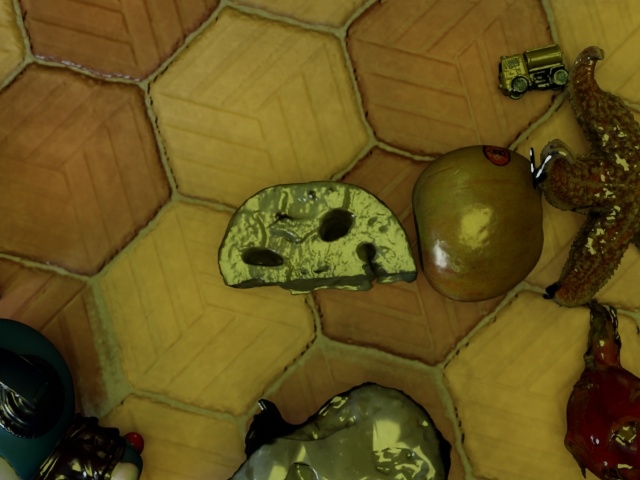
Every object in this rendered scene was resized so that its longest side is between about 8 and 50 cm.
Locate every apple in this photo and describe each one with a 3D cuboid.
[{"bbox_3d":[0.188,-0.021,1.440,0.155,0.182,0.182,-8,89,-1],"label":"apple"}]

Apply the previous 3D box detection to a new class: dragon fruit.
[{"bbox_3d":[0.350,0.186,1.467,0.125,0.125,0.246,1,73,-25],"label":"dragon fruit"}]

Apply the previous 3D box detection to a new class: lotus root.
[{"bbox_3d":[0.000,0.000,1.474,0.234,0.119,0.138,2,90,4],"label":"lotus root"}]

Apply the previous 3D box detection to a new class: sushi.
[{"bbox_3d":[-0.012,0.301,1.434,0.348,0.207,0.234,-35,76,-4],"label":"sushi"}]

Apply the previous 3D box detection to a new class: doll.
[{"bbox_3d":[-0.367,0.229,1.433,0.310,0.284,0.240,37,51,-11],"label":"doll"}]

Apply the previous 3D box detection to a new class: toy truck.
[{"bbox_3d":[0.257,-0.205,1.501,0.083,0.049,0.054,-12,88,1],"label":"toy truck"}]

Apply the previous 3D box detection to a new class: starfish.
[{"bbox_3d":[0.346,-0.075,1.430,0.303,0.113,0.312,4,84,-33],"label":"starfish"}]
